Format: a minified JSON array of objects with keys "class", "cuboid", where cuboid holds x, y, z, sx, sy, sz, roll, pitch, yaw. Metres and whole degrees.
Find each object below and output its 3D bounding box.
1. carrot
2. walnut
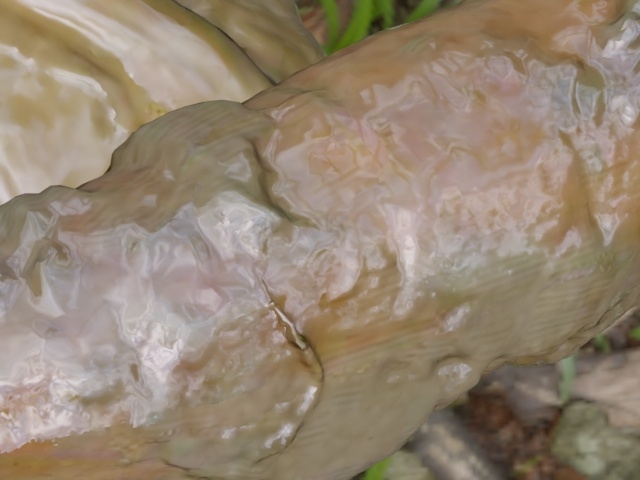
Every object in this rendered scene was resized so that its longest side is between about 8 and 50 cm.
[{"class":"carrot","cuboid":[0.000,0.000,0.399,0.263,0.102,0.102,-22,93,-30]},{"class":"walnut","cuboid":[-0.160,-0.057,1.064,0.383,0.383,0.384,7,77,-32]}]
